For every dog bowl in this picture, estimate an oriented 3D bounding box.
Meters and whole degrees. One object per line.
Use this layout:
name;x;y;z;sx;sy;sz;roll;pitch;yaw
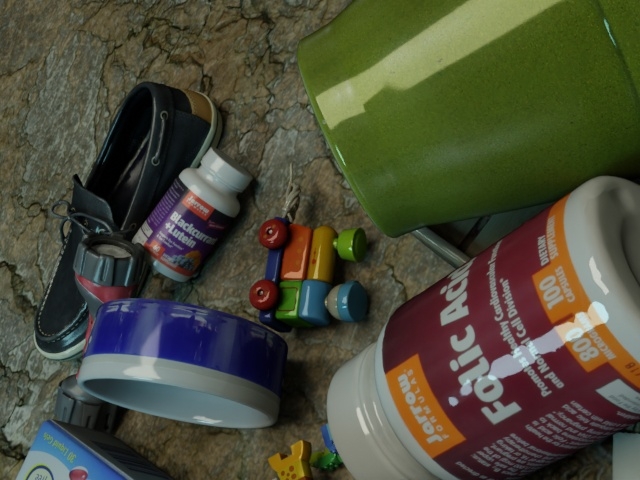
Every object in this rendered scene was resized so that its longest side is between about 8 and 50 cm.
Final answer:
dog bowl;-0.178;0.167;1.367;0.265;0.265;0.104;-6;65;38

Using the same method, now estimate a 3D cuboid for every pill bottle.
pill bottle;0.198;0.123;1.071;0.392;0.224;0.224;-39;49;37
pill bottle;-0.191;-0.042;1.579;0.193;0.108;0.108;-53;47;8

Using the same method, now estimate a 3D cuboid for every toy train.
toy train;0.000;0.000;1.415;0.143;0.105;0.248;-2;69;28

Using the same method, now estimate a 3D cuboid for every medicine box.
medicine box;-0.326;0.440;1.446;0.263;0.149;0.289;21;84;43

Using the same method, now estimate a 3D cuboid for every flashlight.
flashlight;-0.340;0.142;1.554;0.103;0.103;0.304;39;119;45

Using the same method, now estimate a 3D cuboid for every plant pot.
plant pot;0.179;-0.176;1.087;0.353;0.366;0.366;-26;55;12

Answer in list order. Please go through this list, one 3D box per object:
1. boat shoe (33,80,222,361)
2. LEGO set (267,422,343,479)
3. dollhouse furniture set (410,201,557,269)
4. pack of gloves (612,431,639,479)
boat shoe;-0.343;-0.037;1.674;0.187;0.156;0.500;34;95;41
LEGO set;0.011;0.290;1.277;0.227;0.087;0.093;-35;52;24
dollhouse furniture set;0.232;-0.095;1.303;0.355;0.174;0.303;38;83;14
pack of gloves;0.362;0.302;1.010;0.195;0.046;0.232;-4;68;38
